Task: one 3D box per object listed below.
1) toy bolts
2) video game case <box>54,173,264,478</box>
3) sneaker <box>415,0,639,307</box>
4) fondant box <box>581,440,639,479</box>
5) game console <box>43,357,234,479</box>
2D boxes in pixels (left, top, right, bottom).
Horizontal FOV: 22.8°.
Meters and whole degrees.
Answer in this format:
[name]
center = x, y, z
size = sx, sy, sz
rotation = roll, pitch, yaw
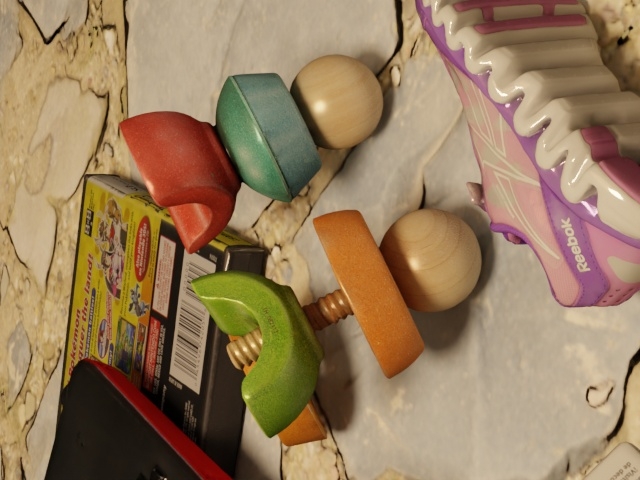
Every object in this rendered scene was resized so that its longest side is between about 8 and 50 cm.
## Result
[toy bolts]
center = 0.000, 0.000, 0.988
size = 0.228, 0.158, 0.218
rotation = 63, 179, 21
[video game case]
center = -0.134, 0.106, 1.232
size = 0.248, 0.035, 0.275
rotation = 25, 110, 54
[sneaker]
center = 0.109, -0.055, 0.821
size = 0.236, 0.095, 0.104
rotation = 59, 143, 38
[fondant box]
center = 0.153, 0.272, 0.627
size = 0.238, 0.096, 0.330
rotation = -44, 42, -1
[game console]
center = -0.135, 0.325, 1.139
size = 0.342, 0.060, 0.386
rotation = 35, 115, 42
